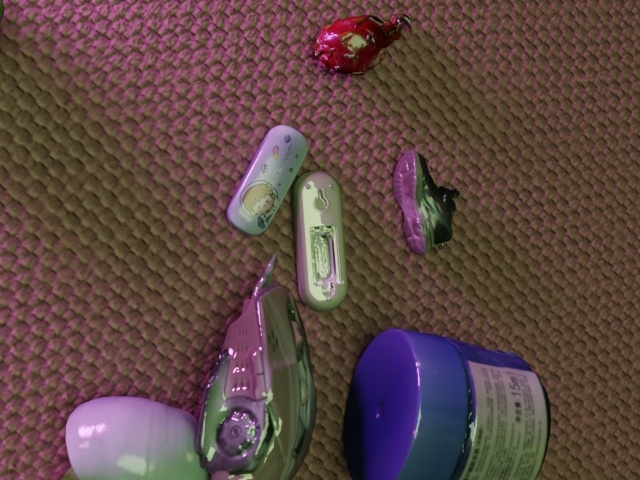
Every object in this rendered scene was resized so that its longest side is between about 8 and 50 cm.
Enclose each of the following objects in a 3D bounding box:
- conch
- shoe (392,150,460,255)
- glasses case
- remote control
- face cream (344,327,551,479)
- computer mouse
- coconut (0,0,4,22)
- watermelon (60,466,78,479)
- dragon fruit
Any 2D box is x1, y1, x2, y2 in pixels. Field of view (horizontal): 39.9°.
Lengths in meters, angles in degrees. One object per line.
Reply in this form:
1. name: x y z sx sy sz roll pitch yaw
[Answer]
1. conch: -0.241 0.279 1.203 0.221 0.185 0.121 29 95 -49
2. shoe: 0.180 -0.065 1.423 0.099 0.071 0.169 -12 95 -22
3. glasses case: -0.081 -0.092 1.343 0.067 0.045 0.178 30 79 -15
4. remote control: 0.000 0.000 1.368 0.078 0.042 0.221 -3 89 -18
5. face cream: 0.184 0.271 1.312 0.225 0.249 0.249 15 83 -19
6. computer mouse: -0.065 0.207 1.257 0.115 0.199 0.389 2 70 22
7. coconut: -0.522 -0.329 1.121 0.204 0.236 0.236 -30 99 -53
8. watermelon: -0.288 0.409 1.226 0.231 0.128 0.146 38 94 -16
9. dragon fruit: 0.080 -0.317 1.386 0.190 0.094 0.094 -24 96 -27
